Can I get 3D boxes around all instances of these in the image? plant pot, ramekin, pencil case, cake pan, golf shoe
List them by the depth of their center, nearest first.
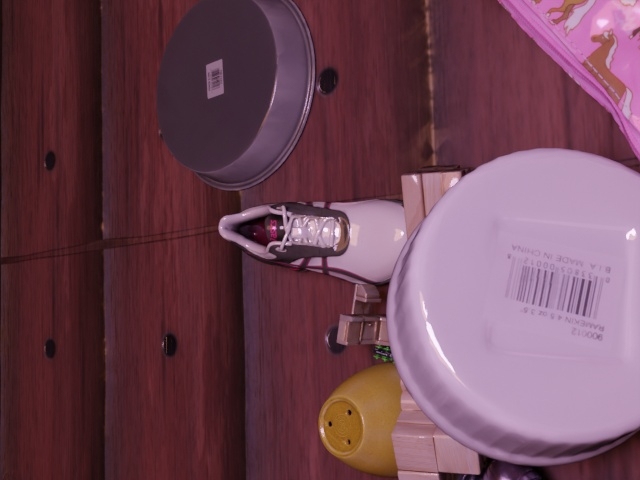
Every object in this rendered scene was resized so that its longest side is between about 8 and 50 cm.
[{"bbox_3d":[0.197,0.054,0.782,0.277,0.135,0.277,-1,75,2],"label":"ramekin"},{"bbox_3d":[0.268,-0.213,0.820,0.167,0.160,0.386,-50,57,27],"label":"pencil case"},{"bbox_3d":[0.054,0.209,1.022,0.134,0.095,0.134,-3,85,42],"label":"plant pot"},{"bbox_3d":[0.000,0.000,1.074,0.273,0.120,0.105,-1,84,41],"label":"golf shoe"},{"bbox_3d":[-0.131,-0.218,1.252,0.293,0.054,0.293,-4,83,42],"label":"cake pan"}]

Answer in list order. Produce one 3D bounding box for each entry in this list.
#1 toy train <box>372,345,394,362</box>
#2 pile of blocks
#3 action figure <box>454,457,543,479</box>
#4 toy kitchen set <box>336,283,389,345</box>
[{"bbox_3d":[0.097,0.137,1.038,0.083,0.023,0.017,12,90,43],"label":"toy train"},{"bbox_3d":[0.152,0.087,0.921,0.112,0.149,0.362,-2,76,23],"label":"pile of blocks"},{"bbox_3d":[0.240,0.264,0.856,0.285,0.099,0.185,10,100,46],"label":"action figure"},{"bbox_3d":[0.075,0.089,1.020,0.075,0.083,0.068,10,94,42],"label":"toy kitchen set"}]
